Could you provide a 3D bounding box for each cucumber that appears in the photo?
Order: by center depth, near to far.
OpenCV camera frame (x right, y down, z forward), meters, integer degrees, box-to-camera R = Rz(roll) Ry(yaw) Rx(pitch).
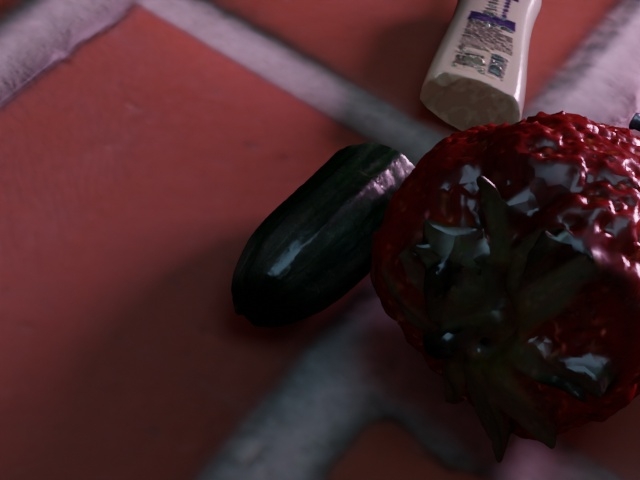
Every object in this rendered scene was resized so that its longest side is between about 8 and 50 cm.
[{"bbox_3d":[0.000,0.000,0.796,0.048,0.048,0.105,33,44,13],"label":"cucumber"}]

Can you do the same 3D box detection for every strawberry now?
[{"bbox_3d":[0.089,0.007,0.780,0.131,0.131,0.148,27,20,6],"label":"strawberry"}]

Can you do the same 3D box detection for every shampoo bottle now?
[{"bbox_3d":[0.085,-0.103,0.948,0.049,0.034,0.141,15,41,4],"label":"shampoo bottle"}]

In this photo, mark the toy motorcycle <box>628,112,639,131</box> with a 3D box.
[{"bbox_3d":[0.196,0.014,0.848,0.114,0.076,0.205,-20,55,-28],"label":"toy motorcycle"}]
